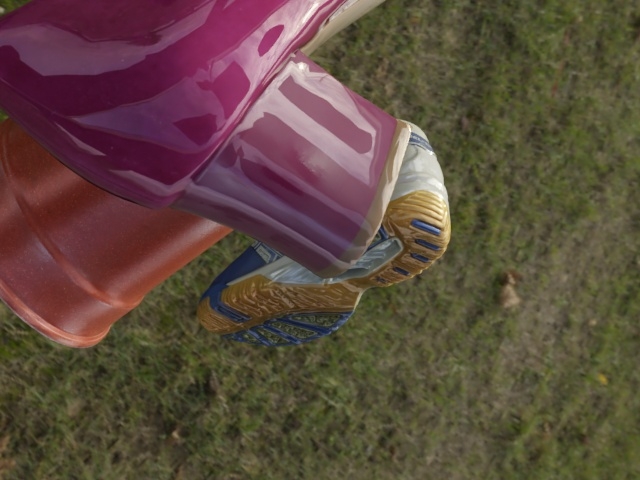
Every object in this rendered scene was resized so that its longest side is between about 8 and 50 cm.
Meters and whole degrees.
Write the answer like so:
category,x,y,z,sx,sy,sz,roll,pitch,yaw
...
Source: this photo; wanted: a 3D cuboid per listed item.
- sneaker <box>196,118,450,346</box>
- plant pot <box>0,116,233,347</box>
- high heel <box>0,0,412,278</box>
category,x,y,z,sx,sy,sz,roll,pitch,yaw
sneaker,0.000,0.000,0.820,0.112,0.296,0.130,30,45,-36
plant pot,-0.206,-0.065,0.950,0.265,0.272,0.272,-30,131,10
high heel,-0.022,-0.172,0.449,0.181,0.127,0.377,29,50,-22
